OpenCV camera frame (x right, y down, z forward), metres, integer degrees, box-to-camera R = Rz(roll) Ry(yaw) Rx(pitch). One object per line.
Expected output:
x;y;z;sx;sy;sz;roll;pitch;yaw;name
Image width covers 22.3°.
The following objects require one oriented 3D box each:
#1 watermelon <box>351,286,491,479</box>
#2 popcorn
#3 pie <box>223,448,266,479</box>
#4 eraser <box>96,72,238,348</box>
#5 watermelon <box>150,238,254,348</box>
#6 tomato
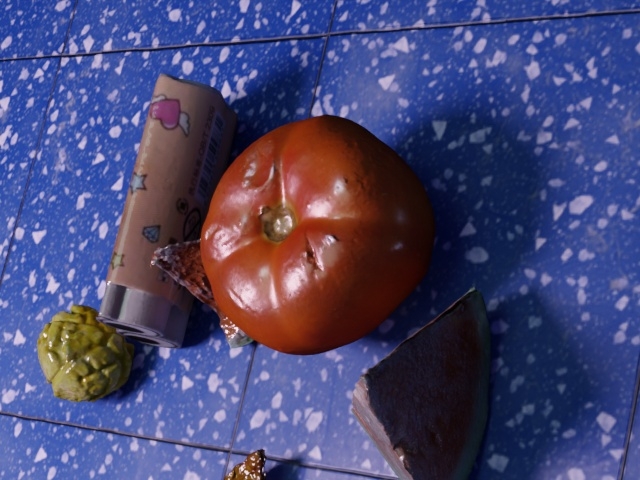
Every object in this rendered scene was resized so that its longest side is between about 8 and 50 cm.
0.111;0.146;1.559;0.136;0.202;0.207;29;97;6;watermelon
-0.283;0.141;1.950;0.121;0.116;0.106;15;118;6;popcorn
-0.093;0.316;1.748;0.088;0.033;0.191;3;80;51;pie
-0.176;-0.030;1.884;0.087;0.171;0.290;9;78;16;eraser
-0.103;0.019;1.819;0.098;0.158;0.121;-30;28;30;watermelon
0.003;0.002;1.687;0.260;0.180;0.260;-15;66;38;tomato
